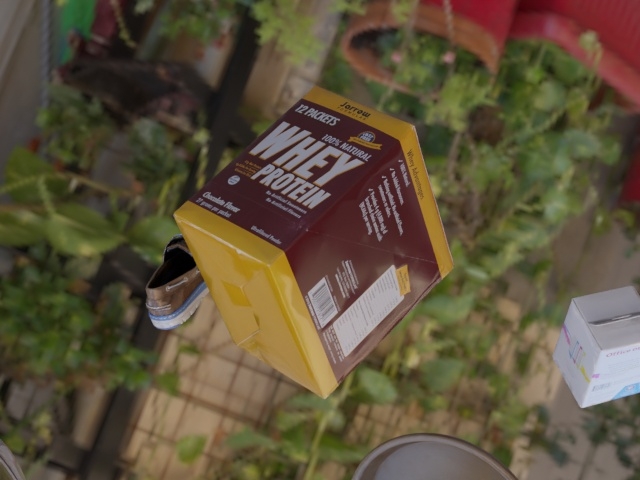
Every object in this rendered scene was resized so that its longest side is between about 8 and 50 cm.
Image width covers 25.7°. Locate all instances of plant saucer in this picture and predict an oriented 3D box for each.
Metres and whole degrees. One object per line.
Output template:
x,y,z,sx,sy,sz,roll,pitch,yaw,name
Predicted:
0.171,0.381,1.923,0.278,0.277,0.041,18,-153,18,plant saucer

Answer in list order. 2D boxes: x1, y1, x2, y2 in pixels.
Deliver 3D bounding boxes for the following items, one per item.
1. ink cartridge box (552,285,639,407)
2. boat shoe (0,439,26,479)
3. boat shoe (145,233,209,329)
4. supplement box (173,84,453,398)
0.370,0.130,1.802,0.092,0.090,0.143,-12,140,-17,ink cartridge box
-0.269,0.313,1.266,0.302,0.109,0.094,60,-174,-16,boat shoe
-0.157,0.027,1.721,0.066,0.183,0.066,1,129,24,boat shoe
0.000,0.000,1.310,0.129,0.194,0.191,27,150,38,supplement box
